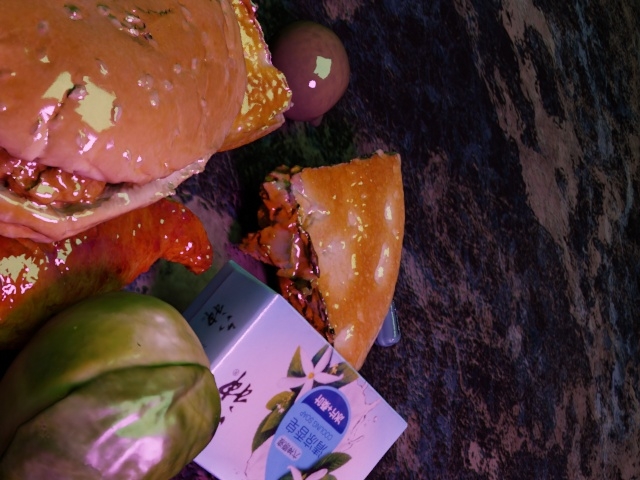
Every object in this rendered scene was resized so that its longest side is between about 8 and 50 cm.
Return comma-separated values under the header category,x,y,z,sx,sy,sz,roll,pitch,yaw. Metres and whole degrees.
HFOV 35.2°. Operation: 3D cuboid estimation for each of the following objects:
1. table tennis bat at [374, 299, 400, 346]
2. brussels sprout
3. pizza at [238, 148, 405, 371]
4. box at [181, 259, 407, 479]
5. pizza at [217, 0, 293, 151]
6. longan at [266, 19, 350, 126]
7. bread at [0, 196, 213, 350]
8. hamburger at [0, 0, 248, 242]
category,x,y,z,sx,sy,sz,roll,pitch,yaw
table tennis bat,0.062,0.022,1.159,0.124,0.033,0.201,-4,84,-55
brussels sprout,-0.135,0.108,0.663,0.131,0.145,0.183,41,38,13
pizza,0.000,0.000,1.018,0.229,0.081,0.290,44,52,-46
box,-0.042,0.144,0.866,0.142,0.083,0.232,-49,132,-9
pizza,-0.133,-0.213,0.868,0.189,0.071,0.297,-31,111,-36
longan,-0.015,-0.168,1.029,0.113,0.092,0.113,-4,90,-80
bread,-0.173,-0.012,0.729,0.269,0.095,0.139,-23,99,-47
hamburger,-0.172,-0.139,0.666,0.259,0.145,0.283,40,29,-2
